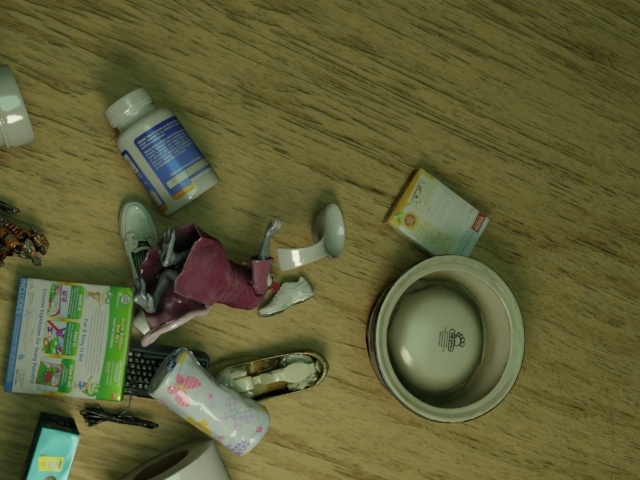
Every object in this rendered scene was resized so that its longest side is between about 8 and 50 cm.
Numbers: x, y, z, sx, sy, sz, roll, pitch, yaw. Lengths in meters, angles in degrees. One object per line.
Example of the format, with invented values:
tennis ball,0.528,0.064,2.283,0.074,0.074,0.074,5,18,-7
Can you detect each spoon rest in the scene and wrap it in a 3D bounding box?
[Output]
spoon rest,0.000,0.000,1.913,0.276,0.084,0.137,-37,121,-56

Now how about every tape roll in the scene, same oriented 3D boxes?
tape roll,-0.306,0.556,1.735,0.246,0.246,0.169,-27,94,-19

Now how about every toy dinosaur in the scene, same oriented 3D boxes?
toy dinosaur,-0.752,0.000,1.711,0.322,0.164,0.218,12,66,1

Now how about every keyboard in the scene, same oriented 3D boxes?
keyboard,-0.417,0.324,1.803,0.317,0.033,0.201,9,82,-7

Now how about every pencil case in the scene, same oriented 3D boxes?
pencil case,-0.240,0.351,1.762,0.273,0.113,0.124,40,51,-16

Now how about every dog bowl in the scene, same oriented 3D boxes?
dog bowl,0.294,0.242,2.017,0.408,0.150,0.408,2,84,-19

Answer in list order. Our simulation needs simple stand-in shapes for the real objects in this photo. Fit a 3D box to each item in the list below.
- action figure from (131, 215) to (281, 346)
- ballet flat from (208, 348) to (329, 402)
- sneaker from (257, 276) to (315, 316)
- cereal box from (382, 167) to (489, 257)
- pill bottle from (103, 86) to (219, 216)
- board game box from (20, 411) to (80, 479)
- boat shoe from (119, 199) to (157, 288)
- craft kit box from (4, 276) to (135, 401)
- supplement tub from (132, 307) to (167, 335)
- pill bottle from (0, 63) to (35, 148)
action figure,-0.209,0.092,1.787,0.370,0.248,0.275,18,53,-47
ballet flat,-0.142,0.323,1.880,0.349,0.123,0.123,-10,88,-19
sneaker,-0.090,0.138,1.952,0.152,0.054,0.061,-25,84,-25
cereal box,0.301,-0.050,2.098,0.240,0.047,0.173,36,75,-13
pill bottle,-0.364,-0.203,1.832,0.152,0.152,0.272,-36,97,-18
board game box,-0.576,0.534,1.640,0.079,0.254,0.336,17,80,-17
boat shoe,-0.400,0.016,1.840,0.083,0.076,0.226,-14,90,-20
craft kit box,-0.538,0.213,1.758,0.247,0.061,0.249,6,82,-2
supplement tub,-0.371,0.168,1.839,0.071,0.071,0.107,46,73,-10
pill bottle,-0.793,-0.233,1.662,0.361,0.204,0.204,-20,92,-19
